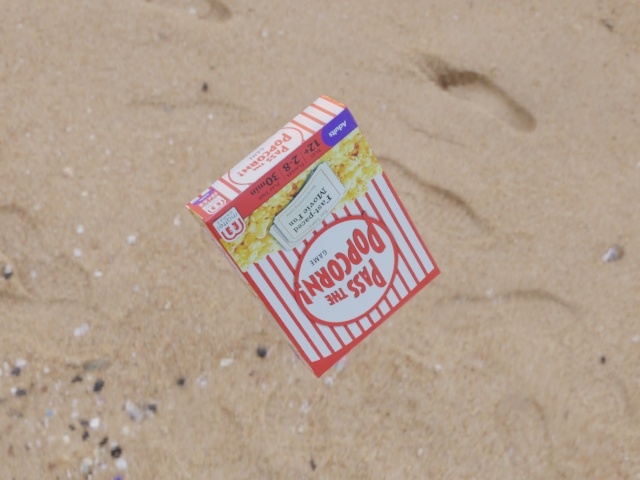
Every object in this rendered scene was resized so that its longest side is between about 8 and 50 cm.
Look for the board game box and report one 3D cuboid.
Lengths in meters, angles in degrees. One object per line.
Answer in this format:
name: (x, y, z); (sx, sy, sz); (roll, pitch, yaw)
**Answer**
board game box: (0.000, 0.000, 0.865); (0.147, 0.193, 0.045); (-41, 35, -10)
